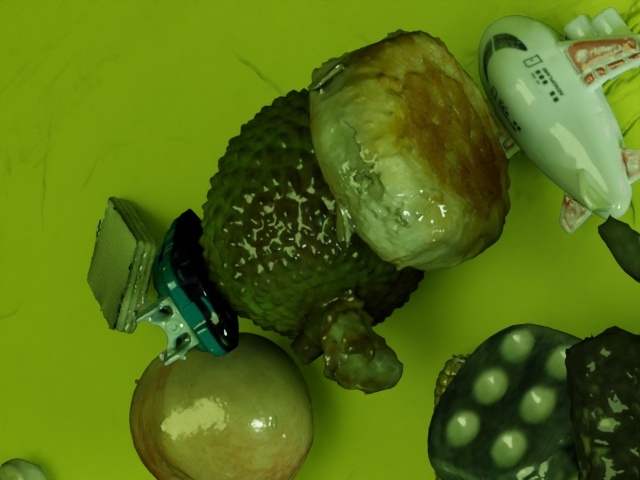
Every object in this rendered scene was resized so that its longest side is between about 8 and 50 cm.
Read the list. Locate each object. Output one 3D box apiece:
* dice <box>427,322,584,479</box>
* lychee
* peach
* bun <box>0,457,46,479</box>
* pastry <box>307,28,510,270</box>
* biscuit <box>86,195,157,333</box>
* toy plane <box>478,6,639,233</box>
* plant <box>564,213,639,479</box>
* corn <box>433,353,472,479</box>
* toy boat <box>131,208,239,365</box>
[{"bbox_3d":[0.232,0.203,1.603,0.181,0.183,0.182,16,68,49],"label":"dice"},{"bbox_3d":[-0.001,-0.010,1.744,0.270,0.270,0.320,1,58,33],"label":"lychee"},{"bbox_3d":[-0.110,0.223,1.856,0.232,0.232,0.233,1,92,33],"label":"peach"},{"bbox_3d":[-0.392,0.330,2.135,0.086,0.055,0.086,7,99,47],"label":"bun"},{"bbox_3d":[0.087,-0.085,1.577,0.121,0.257,0.236,-25,94,34],"label":"pastry"},{"bbox_3d":[-0.245,0.027,1.975,0.199,0.040,0.121,-132,55,-65],"label":"biscuit"},{"bbox_3d":[0.244,-0.127,1.662,0.252,0.118,0.252,-1,88,34],"label":"toy plane"},{"bbox_3d":[0.338,0.114,1.413,0.213,0.215,0.312,1,80,37],"label":"plant"},{"bbox_3d":[0.169,0.252,1.739,0.091,0.091,0.260,-178,86,-67],"label":"corn"},{"bbox_3d":[-0.158,0.056,1.831,0.092,0.299,0.134,-30,101,3],"label":"toy boat"}]
